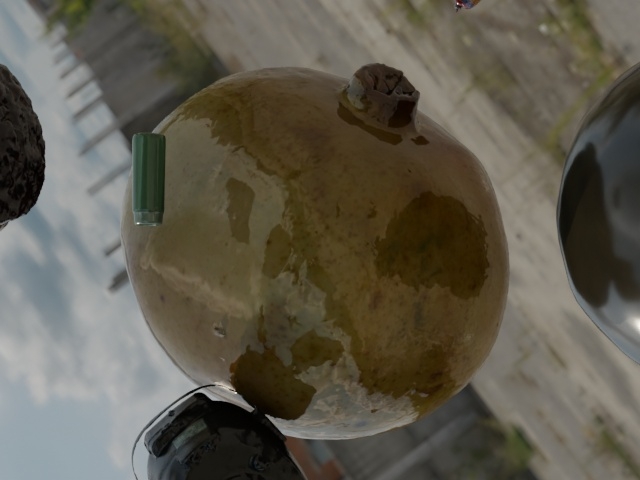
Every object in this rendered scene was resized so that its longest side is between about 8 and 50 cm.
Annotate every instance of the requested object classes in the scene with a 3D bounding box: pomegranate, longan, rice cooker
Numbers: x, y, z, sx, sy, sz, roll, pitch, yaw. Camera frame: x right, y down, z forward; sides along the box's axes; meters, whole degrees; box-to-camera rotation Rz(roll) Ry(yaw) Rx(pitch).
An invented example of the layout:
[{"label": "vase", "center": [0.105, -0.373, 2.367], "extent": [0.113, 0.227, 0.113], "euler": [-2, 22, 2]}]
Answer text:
[{"label": "pomegranate", "center": [0.000, 0.000, 1.601], "extent": [0.416, 0.417, 0.416], "euler": [53, 179, 2]}, {"label": "longan", "center": [0.404, -0.043, 1.409], "extent": [0.336, 0.404, 0.404], "euler": [18, -156, -40]}, {"label": "rice cooker", "center": [-0.085, 0.236, 1.469], "extent": [0.203, 0.142, 0.118], "euler": [51, 173, -19]}]

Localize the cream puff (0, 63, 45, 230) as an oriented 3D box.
[{"label": "cream puff", "center": [-0.319, -0.057, 1.116], "extent": [0.239, 0.239, 0.164], "euler": [-136, 27, -82]}]

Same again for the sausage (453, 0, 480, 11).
[{"label": "sausage", "center": [0.200, -0.317, 1.804], "extent": [0.034, 0.129, 0.034], "euler": [40, -169, -9]}]

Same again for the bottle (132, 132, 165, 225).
[{"label": "bottle", "center": [-0.157, -0.056, 1.411], "extent": [0.030, 0.030, 0.083], "euler": [66, -156, -85]}]
